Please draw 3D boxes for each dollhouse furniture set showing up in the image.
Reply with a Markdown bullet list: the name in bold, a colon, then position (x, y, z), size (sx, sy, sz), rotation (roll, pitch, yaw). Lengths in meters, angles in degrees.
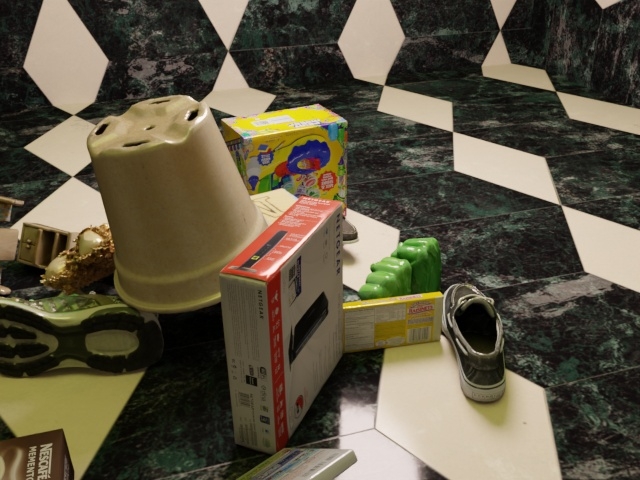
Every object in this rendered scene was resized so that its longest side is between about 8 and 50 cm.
- **dollhouse furniture set**: position (-0.687, 0.015, 1.537), size (0.161, 0.212, 0.242), rotation (12, 4, 25)

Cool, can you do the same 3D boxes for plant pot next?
- **plant pot**: position (-0.272, -0.088, 1.272), size (0.333, 0.305, 0.334), rotation (-9, 34, 6)

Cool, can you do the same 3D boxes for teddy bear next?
- **teddy bear**: position (-0.478, 0.040, 1.505), size (0.245, 0.113, 0.338), rotation (-42, 2, -10)

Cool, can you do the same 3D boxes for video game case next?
- **video game case**: position (-0.079, 0.356, 0.967), size (0.212, 0.023, 0.193), rotation (-24, 0, -36)

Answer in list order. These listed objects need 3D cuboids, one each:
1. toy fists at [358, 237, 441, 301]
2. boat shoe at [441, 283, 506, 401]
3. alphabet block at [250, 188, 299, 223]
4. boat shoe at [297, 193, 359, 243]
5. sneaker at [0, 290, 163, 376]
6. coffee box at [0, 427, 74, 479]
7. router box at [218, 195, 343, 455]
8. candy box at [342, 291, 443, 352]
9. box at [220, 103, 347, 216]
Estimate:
- **toy fists**: position (0.175, 0.083, 1.459), size (0.096, 0.142, 0.279), rotation (19, 33, 32)
- **boat shoe**: position (0.308, 0.163, 1.330), size (0.121, 0.119, 0.335), rotation (-1, 28, 0)
- **alphabet block**: position (-0.124, 0.015, 1.545), size (0.197, 0.192, 0.193), rotation (-16, 30, -28)
- **boat shoe**: position (0.012, -0.054, 1.709), size (0.081, 0.069, 0.227), rotation (-15, 29, -38)
- **sneaker**: position (-0.503, 0.164, 1.348), size (0.410, 0.158, 0.182), rotation (5, 18, -3)
- **coffee box**: position (-0.488, 0.372, 0.974), size (0.246, 0.098, 0.141), rotation (-9, 29, -15)
- **router box**: position (-0.052, 0.134, 1.161), size (0.082, 0.336, 0.301), rotation (10, 30, 21)
- **candy box**: position (0.141, 0.162, 1.351), size (0.205, 0.105, 0.027), rotation (-5, 24, -10)
- **box**: position (-0.094, -0.191, 1.832), size (0.290, 0.279, 0.177), rotation (-14, 31, -23)
